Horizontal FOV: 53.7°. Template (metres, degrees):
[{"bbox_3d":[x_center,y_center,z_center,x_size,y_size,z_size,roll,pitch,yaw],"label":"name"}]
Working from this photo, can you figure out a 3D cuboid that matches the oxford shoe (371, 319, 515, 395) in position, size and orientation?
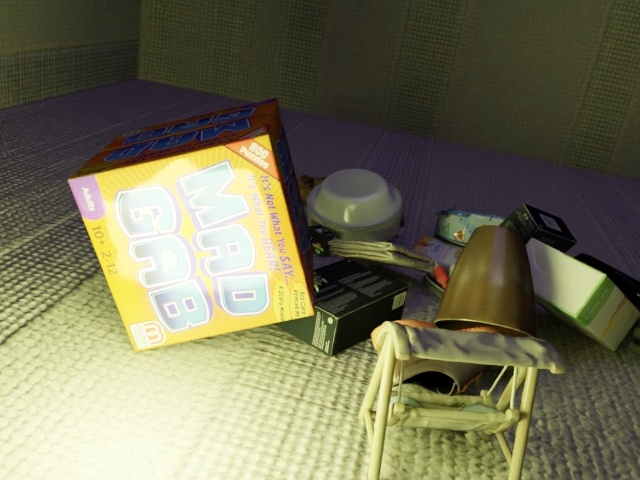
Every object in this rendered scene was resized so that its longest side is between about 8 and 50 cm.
[{"bbox_3d":[0.270,0.251,1.267,0.364,0.130,0.132,8,54,-23],"label":"oxford shoe"}]

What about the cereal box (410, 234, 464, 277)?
[{"bbox_3d":[0.385,0.061,1.821,0.240,0.047,0.173,17,24,17],"label":"cereal box"}]

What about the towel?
[{"bbox_3d":[0.155,0.039,1.621,0.187,0.049,0.282,5,-5,32],"label":"towel"}]

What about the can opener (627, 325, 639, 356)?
[{"bbox_3d":[0.823,0.287,1.420,0.095,0.076,0.283,-3,24,-39],"label":"can opener"}]

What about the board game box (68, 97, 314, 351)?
[{"bbox_3d":[-0.224,-0.049,1.282,0.357,0.356,0.356,-12,22,4],"label":"board game box"}]

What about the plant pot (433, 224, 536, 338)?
[{"bbox_3d":[0.375,0.092,1.391,0.215,0.230,0.215,11,-16,3],"label":"plant pot"}]

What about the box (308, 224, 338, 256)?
[{"bbox_3d":[0.000,0.000,1.785,0.052,0.062,0.083,-9,29,-42],"label":"box"}]

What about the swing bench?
[{"bbox_3d":[0.212,0.246,1.022,0.253,0.254,0.165,8,22,-6],"label":"swing bench"}]

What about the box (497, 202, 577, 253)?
[{"bbox_3d":[0.514,0.006,1.572,0.156,0.158,0.093,16,40,-34],"label":"box"}]

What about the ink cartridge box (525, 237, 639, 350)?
[{"bbox_3d":[0.620,0.144,1.519,0.353,0.119,0.207,31,3,-43],"label":"ink cartridge box"}]

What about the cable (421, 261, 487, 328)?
[{"bbox_3d":[0.340,0.133,1.591,0.139,0.072,0.287,12,21,-7],"label":"cable"}]

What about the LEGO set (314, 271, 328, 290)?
[{"bbox_3d":[-0.015,0.081,1.370,0.054,0.023,0.083,-6,26,-32],"label":"LEGO set"}]

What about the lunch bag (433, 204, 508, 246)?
[{"bbox_3d":[0.500,-0.029,1.955,0.303,0.115,0.243,13,3,2],"label":"lunch bag"}]

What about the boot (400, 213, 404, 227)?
[{"bbox_3d":[0.150,-0.052,1.982,0.198,0.077,0.137,7,23,27],"label":"boot"}]

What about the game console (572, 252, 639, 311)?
[{"bbox_3d":[0.770,0.147,1.563,0.361,0.044,0.213,33,4,-42],"label":"game console"}]

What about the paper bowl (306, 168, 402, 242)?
[{"bbox_3d":[0.101,-0.110,1.890,0.284,0.148,0.284,-1,38,1],"label":"paper bowl"}]

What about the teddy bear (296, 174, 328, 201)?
[{"bbox_3d":[0.033,-0.161,2.168,0.338,0.113,0.245,0,16,-4],"label":"teddy bear"}]

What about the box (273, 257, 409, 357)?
[{"bbox_3d":[0.044,0.140,1.411,0.184,0.103,0.261,27,28,34],"label":"box"}]
